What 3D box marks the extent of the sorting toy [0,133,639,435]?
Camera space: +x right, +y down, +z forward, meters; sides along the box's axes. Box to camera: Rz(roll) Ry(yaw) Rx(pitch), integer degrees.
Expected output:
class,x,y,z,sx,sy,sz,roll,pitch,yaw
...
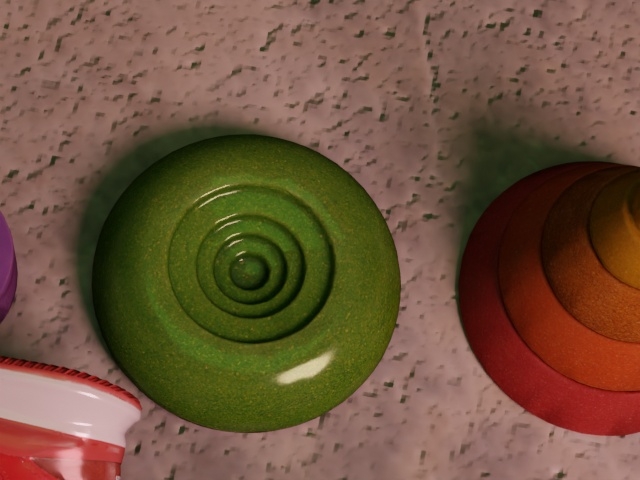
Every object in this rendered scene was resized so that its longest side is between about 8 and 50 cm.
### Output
class,x,y,z,sx,sy,sz,roll,pitch,yaw
sorting toy,0.000,0.000,0.711,0.366,0.126,0.127,2,71,-6

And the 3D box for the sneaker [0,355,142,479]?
class,x,y,z,sx,sy,sz,roll,pitch,yaw
sneaker,-0.185,0.097,0.682,0.221,0.087,0.128,7,79,9
